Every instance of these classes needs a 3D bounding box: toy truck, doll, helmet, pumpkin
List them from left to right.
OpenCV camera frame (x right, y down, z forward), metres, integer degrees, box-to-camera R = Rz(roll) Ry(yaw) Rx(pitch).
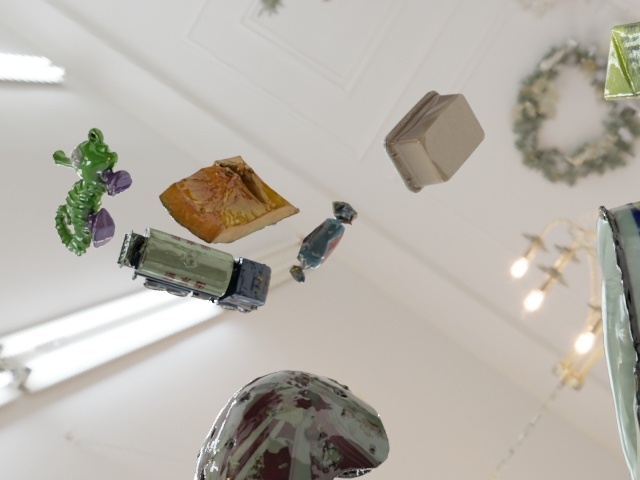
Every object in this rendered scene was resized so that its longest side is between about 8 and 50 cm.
[{"bbox_3d":[-0.287,-0.055,1.154,0.050,0.190,0.115,-19,-127,-43],"label":"doll"},{"bbox_3d":[-0.164,0.036,1.256,0.202,0.074,0.088,19,161,-22],"label":"toy truck"},{"bbox_3d":[-0.073,-0.036,0.792,0.101,0.035,0.073,-28,-113,-35],"label":"pumpkin"},{"bbox_3d":[-0.042,0.171,0.763,0.107,0.177,0.153,51,163,-9],"label":"helmet"}]

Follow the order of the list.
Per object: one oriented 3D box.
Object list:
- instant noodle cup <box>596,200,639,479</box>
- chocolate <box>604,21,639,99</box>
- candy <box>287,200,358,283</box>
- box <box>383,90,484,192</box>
[{"bbox_3d":[0.330,0.053,0.548,0.312,0.284,0.284,-7,-170,12],"label":"instant noodle cup"},{"bbox_3d":[0.654,-0.316,1.546,0.301,0.137,0.289,-11,-171,-9],"label":"chocolate"},{"bbox_3d":[0.000,0.000,0.845,0.030,0.083,0.020,40,173,11],"label":"candy"},{"bbox_3d":[0.147,-0.127,1.197,0.062,0.122,0.089,-1,130,51],"label":"box"}]
